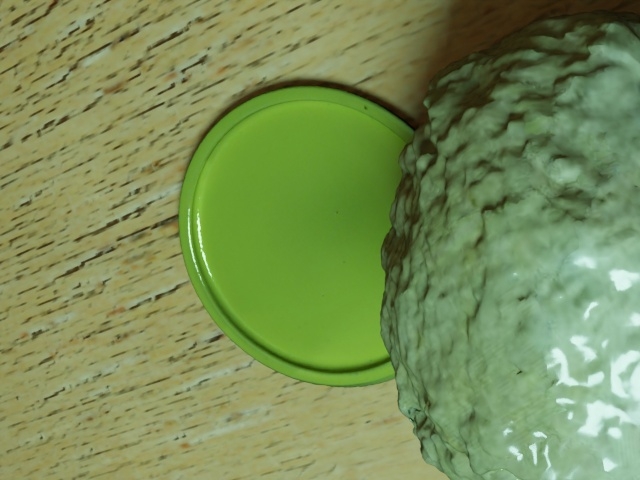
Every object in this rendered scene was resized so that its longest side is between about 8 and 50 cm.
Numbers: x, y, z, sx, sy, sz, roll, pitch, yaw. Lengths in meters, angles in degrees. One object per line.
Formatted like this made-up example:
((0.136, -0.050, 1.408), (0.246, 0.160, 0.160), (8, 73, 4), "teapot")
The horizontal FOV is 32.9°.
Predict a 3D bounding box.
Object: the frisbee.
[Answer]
((0.000, 0.000, 0.809), (0.236, 0.017, 0.236), (7, 109, 21), "frisbee")

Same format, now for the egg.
((0.164, 0.026, 0.619), (0.279, 0.279, 0.310), (-22, 72, 27), "egg")
